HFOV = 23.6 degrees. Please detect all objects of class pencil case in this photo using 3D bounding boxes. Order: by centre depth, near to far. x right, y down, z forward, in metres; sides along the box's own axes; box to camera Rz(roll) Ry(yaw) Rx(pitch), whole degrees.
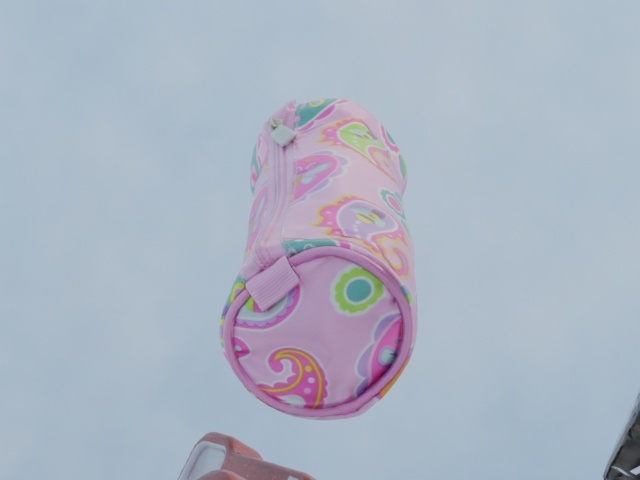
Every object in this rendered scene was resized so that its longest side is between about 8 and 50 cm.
[{"bbox_3d":[0.000,0.000,0.994,0.124,0.284,0.124,0,-65,1],"label":"pencil case"}]

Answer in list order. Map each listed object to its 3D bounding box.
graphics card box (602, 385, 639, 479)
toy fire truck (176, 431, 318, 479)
[{"bbox_3d":[0.250,-0.054,0.694,0.094,0.371,0.233,25,-134,10],"label":"graphics card box"},{"bbox_3d":[-0.093,0.304,1.191,0.254,0.169,0.302,1,-117,62],"label":"toy fire truck"}]
